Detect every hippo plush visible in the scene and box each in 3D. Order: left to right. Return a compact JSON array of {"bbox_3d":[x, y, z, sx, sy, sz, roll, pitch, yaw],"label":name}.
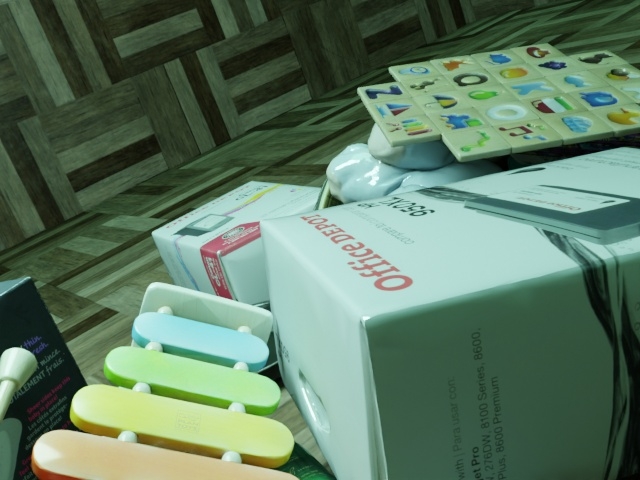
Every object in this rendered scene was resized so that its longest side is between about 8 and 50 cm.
[{"bbox_3d":[0.143,0.000,0.926,0.294,0.234,0.237,18,38,-10],"label":"hippo plush"}]

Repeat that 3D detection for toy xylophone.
[{"bbox_3d":[-0.130,0.147,0.530,0.236,0.081,0.323,11,27,-17],"label":"toy xylophone"}]

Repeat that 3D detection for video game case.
[{"bbox_3d":[0.354,-0.131,0.979,0.232,0.042,0.210,9,-3,29],"label":"video game case"}]

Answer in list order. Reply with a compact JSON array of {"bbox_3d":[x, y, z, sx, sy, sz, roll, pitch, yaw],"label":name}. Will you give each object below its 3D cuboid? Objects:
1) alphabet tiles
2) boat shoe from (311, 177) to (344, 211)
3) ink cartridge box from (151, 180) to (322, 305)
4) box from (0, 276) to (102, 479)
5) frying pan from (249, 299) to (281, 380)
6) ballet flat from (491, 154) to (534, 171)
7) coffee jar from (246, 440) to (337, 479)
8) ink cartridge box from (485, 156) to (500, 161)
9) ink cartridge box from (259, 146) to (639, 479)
[{"bbox_3d":[0.228,-0.175,0.898,0.342,0.011,0.285,-10,32,-7],"label":"alphabet tiles"},{"bbox_3d":[0.001,0.001,1.051,0.073,0.080,0.224,-11,60,41],"label":"boat shoe"},{"bbox_3d":[-0.111,0.008,1.209,0.226,0.131,0.306,-30,21,-25],"label":"ink cartridge box"},{"bbox_3d":[-0.295,0.191,0.658,0.143,0.270,0.165,-8,22,34],"label":"box"},{"bbox_3d":[-0.031,0.120,0.925,0.326,0.053,0.197,-13,21,18],"label":"frying pan"},{"bbox_3d":[0.292,-0.097,1.164,0.232,0.080,0.073,-13,-10,17],"label":"ballet flat"},{"bbox_3d":[-0.006,0.221,0.562,0.096,0.079,0.184,-31,19,-24],"label":"coffee jar"},{"bbox_3d":[0.241,-0.162,1.112,0.232,0.066,0.189,-19,-16,20],"label":"ink cartridge box"},{"bbox_3d":[0.175,0.048,0.603,0.394,0.166,0.285,-12,16,-14],"label":"ink cartridge box"}]
